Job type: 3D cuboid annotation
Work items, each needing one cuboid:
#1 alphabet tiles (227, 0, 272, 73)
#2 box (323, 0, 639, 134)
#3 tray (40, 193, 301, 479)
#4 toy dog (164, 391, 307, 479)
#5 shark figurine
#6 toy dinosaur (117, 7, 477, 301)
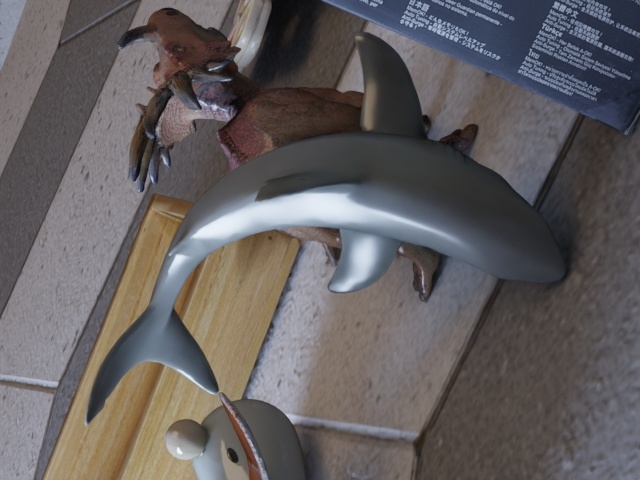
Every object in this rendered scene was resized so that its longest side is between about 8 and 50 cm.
[{"bbox_3d":[-0.036,-0.281,1.389,0.278,0.021,0.284,148,140,-74],"label":"alphabet tiles"},{"bbox_3d":[-0.025,-0.212,0.881,0.097,0.395,0.318,-63,22,17],"label":"box"},{"bbox_3d":[-0.149,0.172,1.237,0.410,0.076,0.203,-68,22,-3],"label":"tray"},{"bbox_3d":[-0.064,0.203,0.896,0.220,0.161,0.334,-67,22,1],"label":"toy dog"},{"bbox_3d":[-0.027,-0.008,0.860,0.278,0.166,0.116,-21,1,22],"label":"shark figurine"},{"bbox_3d":[-0.025,-0.058,0.997,0.127,0.200,0.296,-67,23,2],"label":"toy dinosaur"}]
